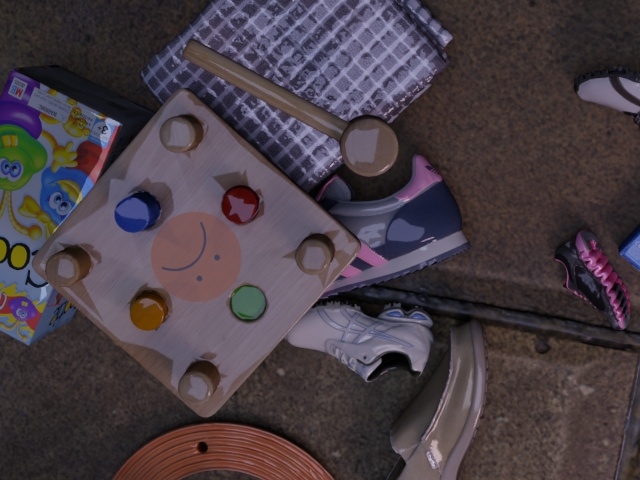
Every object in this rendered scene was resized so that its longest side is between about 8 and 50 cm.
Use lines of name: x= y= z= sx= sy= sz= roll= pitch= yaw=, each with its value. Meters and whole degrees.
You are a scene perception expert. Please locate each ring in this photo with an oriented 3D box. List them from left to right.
ring: x=-0.111 y=0.378 z=1.615 sx=0.337 sy=0.032 sz=0.336 roll=2 pitch=100 yaw=9

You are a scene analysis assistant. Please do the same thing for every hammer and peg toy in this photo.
hammer and peg toy: x=-0.099 y=-0.030 z=1.380 sx=0.266 sy=0.127 sz=0.361 roll=41 pitch=98 yaw=-1

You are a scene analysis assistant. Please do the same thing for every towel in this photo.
towel: x=-0.025 y=-0.193 z=1.456 sx=0.284 sy=0.121 sz=0.235 roll=-43 pitch=91 yaw=14

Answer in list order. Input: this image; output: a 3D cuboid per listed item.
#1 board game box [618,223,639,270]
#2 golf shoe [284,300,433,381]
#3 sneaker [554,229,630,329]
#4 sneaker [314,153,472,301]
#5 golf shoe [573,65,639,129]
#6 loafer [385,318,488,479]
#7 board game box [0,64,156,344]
board game box: x=0.453 y=-0.013 z=1.440 sx=0.160 sy=0.047 sz=0.210 roll=42 pitch=104 yaw=2
golf shoe: x=0.039 y=0.118 z=1.508 sx=0.176 sy=0.086 sz=0.069 roll=-2 pitch=144 yaw=13
sneaker: x=0.301 y=0.049 z=1.485 sx=0.057 sy=0.047 sz=0.119 roll=-27 pitch=92 yaw=32
sneaker: x=0.000 y=0.000 z=1.499 sx=0.319 sy=0.112 sz=0.131 roll=-17 pitch=90 yaw=6
golf shoe: x=0.357 y=-0.129 z=1.404 sx=0.198 sy=0.077 sz=0.094 roll=13 pitch=95 yaw=25
loafer: x=0.126 y=0.213 z=1.509 sx=0.092 sy=0.102 sz=0.268 roll=13 pitch=102 yaw=1
board game box: x=-0.317 y=-0.045 z=1.520 sx=0.142 sy=0.144 sz=0.275 roll=26 pitch=102 yaw=5
